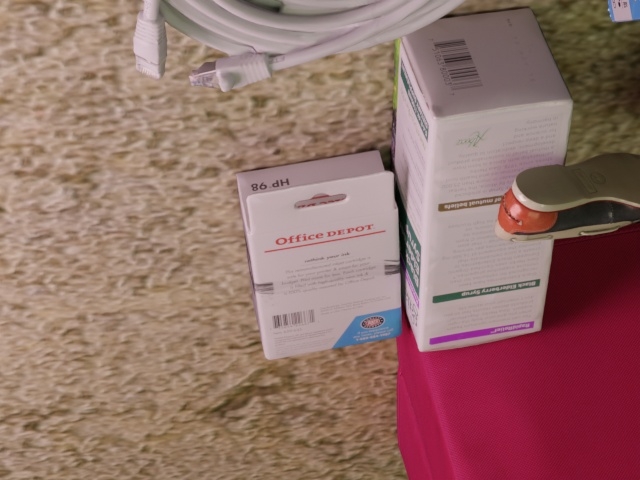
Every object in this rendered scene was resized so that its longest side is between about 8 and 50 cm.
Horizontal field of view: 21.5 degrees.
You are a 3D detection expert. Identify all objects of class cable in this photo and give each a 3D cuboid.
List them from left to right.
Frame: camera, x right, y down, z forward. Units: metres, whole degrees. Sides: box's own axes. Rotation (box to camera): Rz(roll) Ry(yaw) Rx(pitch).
[{"bbox_3d":[0.004,-0.212,0.926,0.257,0.089,0.257,-11,138,-5],"label":"cable"}]

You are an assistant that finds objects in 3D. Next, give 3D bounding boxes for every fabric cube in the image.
[{"bbox_3d":[0.207,0.172,1.286,0.254,0.258,0.259,-11,139,-5],"label":"fabric cube"}]

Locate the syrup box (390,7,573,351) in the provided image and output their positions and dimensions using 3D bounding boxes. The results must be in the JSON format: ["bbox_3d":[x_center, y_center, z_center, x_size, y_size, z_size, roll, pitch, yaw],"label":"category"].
[{"bbox_3d":[0.103,-0.035,1.147,0.096,0.093,0.237,-9,139,-8],"label":"syrup box"}]

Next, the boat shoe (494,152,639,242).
[{"bbox_3d":[0.173,-0.024,1.077,0.137,0.049,0.043,-7,139,-29],"label":"boat shoe"}]

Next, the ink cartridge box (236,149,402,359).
[{"bbox_3d":[0.000,0.000,1.182,0.104,0.060,0.180,-9,139,-4],"label":"ink cartridge box"}]

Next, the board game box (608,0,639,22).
[{"bbox_3d":[0.343,-0.182,0.910,0.308,0.302,0.086,-8,96,-7],"label":"board game box"}]
